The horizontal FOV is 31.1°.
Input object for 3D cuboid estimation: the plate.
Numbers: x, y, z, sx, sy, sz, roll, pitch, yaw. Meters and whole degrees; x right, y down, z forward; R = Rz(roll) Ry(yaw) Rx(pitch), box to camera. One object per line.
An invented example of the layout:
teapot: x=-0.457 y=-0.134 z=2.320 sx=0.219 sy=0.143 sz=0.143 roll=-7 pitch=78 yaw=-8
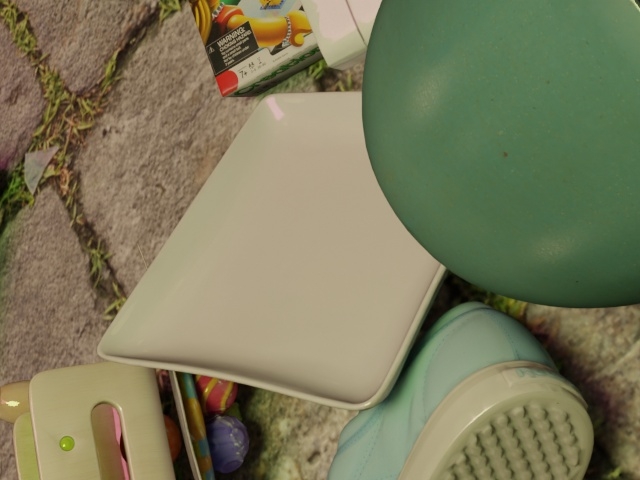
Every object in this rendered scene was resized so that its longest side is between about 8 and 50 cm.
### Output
plate: x=0.000 y=0.000 z=0.848 sx=0.278 sy=0.045 sz=0.277 roll=4 pitch=53 yaw=42

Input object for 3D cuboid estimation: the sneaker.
sneaker: x=0.050 y=0.201 z=0.790 sx=0.366 sy=0.135 sz=0.150 roll=-56 pitch=24 yaw=21

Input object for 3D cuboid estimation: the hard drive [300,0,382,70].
hard drive: x=0.120 y=-0.296 z=0.783 sx=0.353 sy=0.047 sz=0.233 roll=-23 pitch=83 yaw=22

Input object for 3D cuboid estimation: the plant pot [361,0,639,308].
plant pot: x=0.162 y=-0.096 z=0.643 sx=0.235 sy=0.293 sz=0.292 roll=-40 pitch=55 yaw=48

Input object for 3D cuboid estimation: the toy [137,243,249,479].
toy: x=-0.095 y=0.127 z=0.938 sx=0.056 sy=0.137 sz=0.237 roll=-17 pitch=60 yaw=-10

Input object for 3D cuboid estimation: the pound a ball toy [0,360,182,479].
pound a ball toy: x=-0.181 y=0.241 z=0.982 sx=0.208 sy=0.136 sz=0.319 roll=128 pitch=132 yaw=-57

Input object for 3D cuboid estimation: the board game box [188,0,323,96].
board game box: x=0.009 y=-0.263 z=0.921 sx=0.305 sy=0.053 sz=0.192 roll=-24 pitch=82 yaw=35
